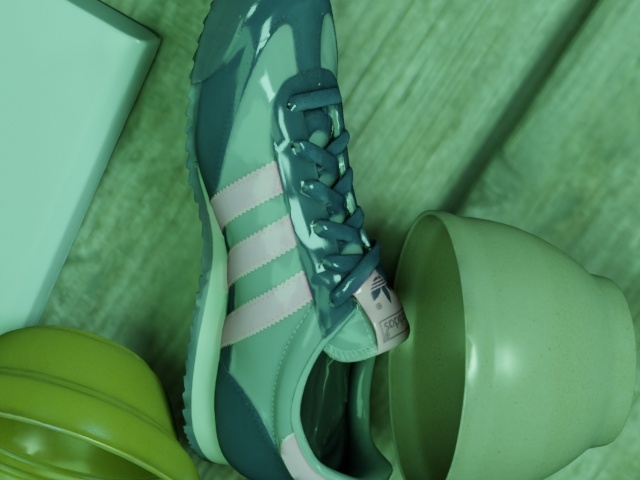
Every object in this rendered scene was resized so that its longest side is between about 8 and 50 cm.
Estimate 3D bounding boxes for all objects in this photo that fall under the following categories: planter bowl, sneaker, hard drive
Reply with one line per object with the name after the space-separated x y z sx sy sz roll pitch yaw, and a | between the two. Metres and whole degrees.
0.108 0.066 0.751 0.109 0.162 0.162 3 107 -12 | planter bowl
-0.162 0.114 0.848 0.217 0.090 0.217 12 150 7 | planter bowl
0.000 0.000 0.768 0.131 0.112 0.319 17 117 34 | sneaker
-0.253 -0.044 0.884 0.203 0.040 0.308 30 111 8 | hard drive
